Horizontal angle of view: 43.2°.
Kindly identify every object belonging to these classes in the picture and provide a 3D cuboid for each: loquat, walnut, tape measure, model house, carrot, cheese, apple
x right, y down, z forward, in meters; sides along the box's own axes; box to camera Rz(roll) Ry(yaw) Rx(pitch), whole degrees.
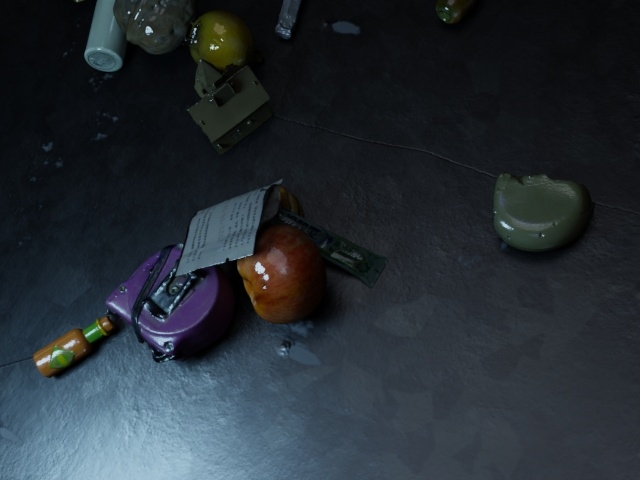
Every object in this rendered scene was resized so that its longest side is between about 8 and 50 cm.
[{"bbox_3d":[-0.237,-0.487,2.014,0.172,0.205,0.149,-13,59,58],"label":"loquat"},{"bbox_3d":[-0.426,-0.592,2.093,0.224,0.224,0.224,-6,64,12],"label":"walnut"},{"bbox_3d":[-0.313,0.134,1.739,0.232,0.149,0.245,32,75,28],"label":"tape measure"},{"bbox_3d":[-0.247,-0.363,1.903,0.181,0.248,0.176,-37,61,-6],"label":"model house"},{"bbox_3d":[0.353,-0.611,1.957,0.087,0.087,0.193,28,73,24],"label":"carrot"},{"bbox_3d":[0.459,-0.060,1.663,0.203,0.091,0.175,0,65,13],"label":"cheese"},{"bbox_3d":[-0.082,0.071,1.679,0.164,0.209,0.209,-29,60,-18],"label":"apple"}]

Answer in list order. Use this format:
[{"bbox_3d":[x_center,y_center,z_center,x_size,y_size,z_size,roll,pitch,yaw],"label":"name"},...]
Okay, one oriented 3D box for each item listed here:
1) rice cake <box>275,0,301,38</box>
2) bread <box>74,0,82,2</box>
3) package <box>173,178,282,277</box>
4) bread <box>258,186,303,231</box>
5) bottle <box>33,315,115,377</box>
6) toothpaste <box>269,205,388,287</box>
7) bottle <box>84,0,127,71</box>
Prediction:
[{"bbox_3d":[-0.069,-0.635,2.099,0.055,0.049,0.269,12,68,-4],"label":"rice cake"},{"bbox_3d":[-0.617,-0.823,2.257,0.370,0.191,0.314,-15,52,-1],"label":"bread"},{"bbox_3d":[-0.194,-0.033,1.685,0.204,0.062,0.250,-20,29,27],"label":"package"},{"bbox_3d":[-0.142,-0.048,1.829,0.201,0.077,0.115,-15,54,7],"label":"bread"},{"bbox_3d":[-0.545,0.230,1.801,0.187,0.069,0.069,-34,62,-3],"label":"bottle"},{"bbox_3d":[0.000,0.000,1.745,0.297,0.048,0.074,29,76,4],"label":"toothpaste"},{"bbox_3d":[-0.562,-0.581,2.171,0.104,0.104,0.245,-2,65,14],"label":"bottle"}]
